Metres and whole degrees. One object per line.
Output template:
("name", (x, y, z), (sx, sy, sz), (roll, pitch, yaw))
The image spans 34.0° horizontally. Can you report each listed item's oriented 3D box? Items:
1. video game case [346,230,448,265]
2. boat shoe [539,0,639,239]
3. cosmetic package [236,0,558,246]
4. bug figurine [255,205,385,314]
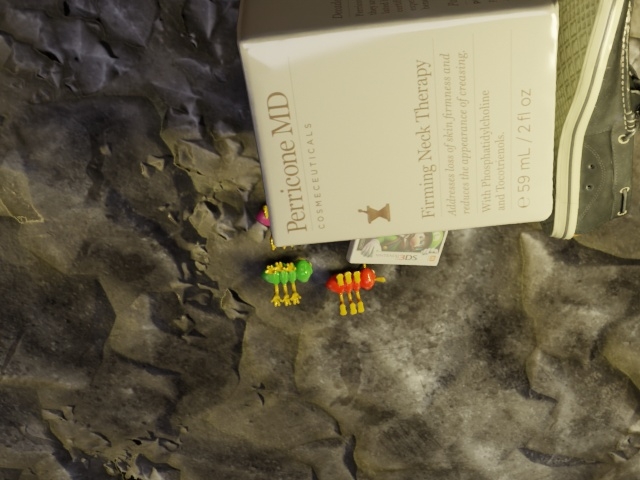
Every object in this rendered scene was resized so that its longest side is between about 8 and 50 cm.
("video game case", (0.145, -0.045, 1.752), (0.173, 0.022, 0.190), (2, 118, -25))
("boat shoe", (0.426, -0.213, 1.599), (0.156, 0.187, 0.500), (-8, 131, -3))
("cosmetic package", (0.105, -0.227, 1.474), (0.393, 0.327, 0.329), (-6, 127, 3))
("bug figurine", (0.000, 0.000, 1.791), (0.216, 0.072, 0.279), (-7, 123, -3))
